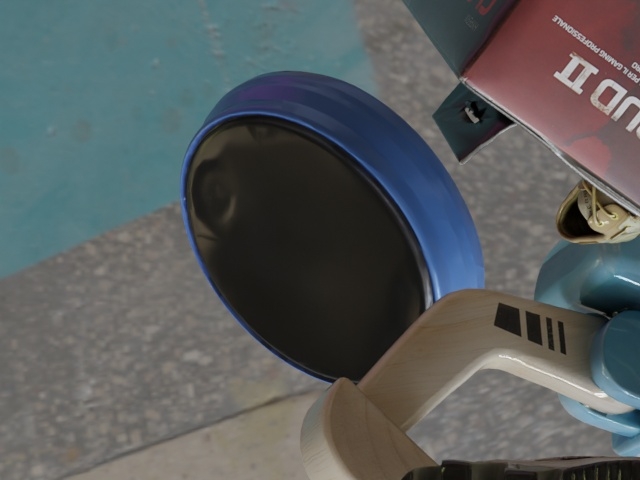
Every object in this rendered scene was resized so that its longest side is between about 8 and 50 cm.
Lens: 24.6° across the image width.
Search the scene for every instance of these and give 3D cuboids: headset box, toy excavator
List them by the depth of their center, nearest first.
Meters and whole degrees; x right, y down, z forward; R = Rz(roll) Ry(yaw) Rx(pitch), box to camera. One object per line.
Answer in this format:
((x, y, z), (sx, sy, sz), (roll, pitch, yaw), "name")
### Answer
((0.144, -0.151, 0.578), (0.110, 0.218, 0.293), (33, 104, -15), "headset box")
((0.237, 0.080, 1.253), (0.445, 0.222, 0.433), (20, 65, -7), "toy excavator")

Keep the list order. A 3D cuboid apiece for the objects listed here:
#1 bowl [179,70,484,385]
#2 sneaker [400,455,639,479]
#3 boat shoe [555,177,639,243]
((0.000, 0.000, 1.650), (0.391, 0.077, 0.391), (24, 134, 28), "bowl")
((0.210, 0.196, 0.968), (0.330, 0.146, 0.122), (5, 90, 50), "sneaker")
((0.174, -0.023, 0.868), (0.045, 0.135, 0.050), (-12, 75, -9), "boat shoe")
